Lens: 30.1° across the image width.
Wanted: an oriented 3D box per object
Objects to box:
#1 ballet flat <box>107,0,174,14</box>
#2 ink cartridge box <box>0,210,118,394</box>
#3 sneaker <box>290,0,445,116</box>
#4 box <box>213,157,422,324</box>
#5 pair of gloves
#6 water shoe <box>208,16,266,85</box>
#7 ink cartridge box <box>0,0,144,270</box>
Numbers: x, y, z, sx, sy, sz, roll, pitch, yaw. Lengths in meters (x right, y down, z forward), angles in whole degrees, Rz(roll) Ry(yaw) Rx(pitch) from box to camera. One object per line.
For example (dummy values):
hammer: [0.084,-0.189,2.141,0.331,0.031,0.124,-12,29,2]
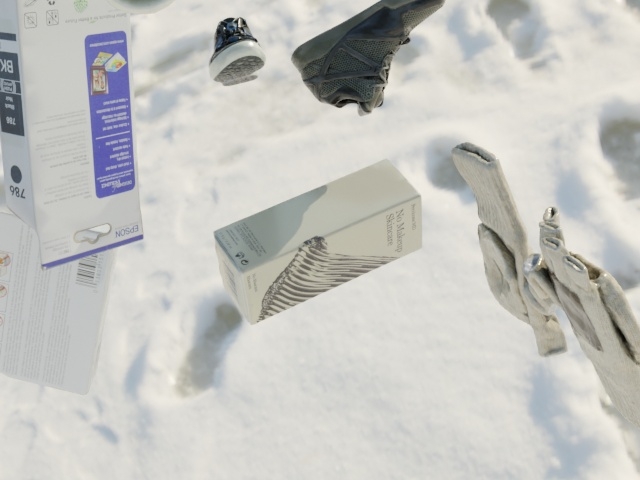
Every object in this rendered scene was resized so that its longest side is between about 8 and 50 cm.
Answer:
ballet flat: [-0.132,-0.292,0.719,0.139,0.400,0.139,-2,58,4]
ink cartridge box: [-0.420,0.071,1.680,0.239,0.275,0.060,14,28,-2]
sneaker: [0.085,-0.251,1.614,0.227,0.130,0.087,-30,-6,8]
box: [0.000,0.000,1.614,0.275,0.113,0.094,-24,48,-16]
pair of gloves: [0.183,0.040,0.966,0.042,0.204,0.240,-30,33,-6]
water shoe: [-0.117,-0.248,1.531,0.073,0.080,0.203,-16,2,-6]
ink cartridge box: [-0.294,-0.145,1.393,0.065,0.333,0.165,11,20,38]
